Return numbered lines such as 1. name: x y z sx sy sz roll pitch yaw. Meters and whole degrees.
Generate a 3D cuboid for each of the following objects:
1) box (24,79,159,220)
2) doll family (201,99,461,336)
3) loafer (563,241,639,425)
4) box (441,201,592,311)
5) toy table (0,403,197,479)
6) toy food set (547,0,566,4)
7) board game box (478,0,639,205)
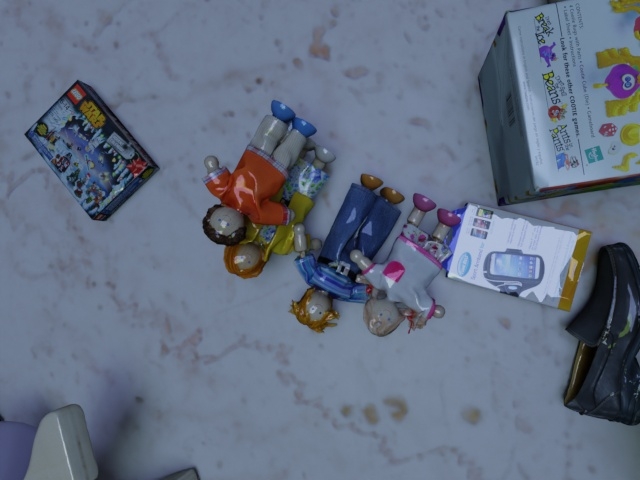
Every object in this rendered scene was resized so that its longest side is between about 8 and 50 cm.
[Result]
1. box: -0.266 -0.104 0.556 0.094 0.027 0.137 -42 83 5
2. doll family: 0.000 0.000 0.481 0.263 0.118 0.163 31 85 -6
3. loafer: 0.265 0.086 0.451 0.061 0.062 0.170 1 88 14
4. box: 0.188 0.013 0.481 0.136 0.028 0.081 16 92 12
5. toy table: -0.255 0.302 0.457 0.160 0.252 0.274 -21 94 25
6. toy food set: 0.321 -0.321 0.381 0.306 0.092 0.220 -15 86 40
7. board game box: 0.295 -0.124 0.407 0.275 0.142 0.144 -8 88 9
